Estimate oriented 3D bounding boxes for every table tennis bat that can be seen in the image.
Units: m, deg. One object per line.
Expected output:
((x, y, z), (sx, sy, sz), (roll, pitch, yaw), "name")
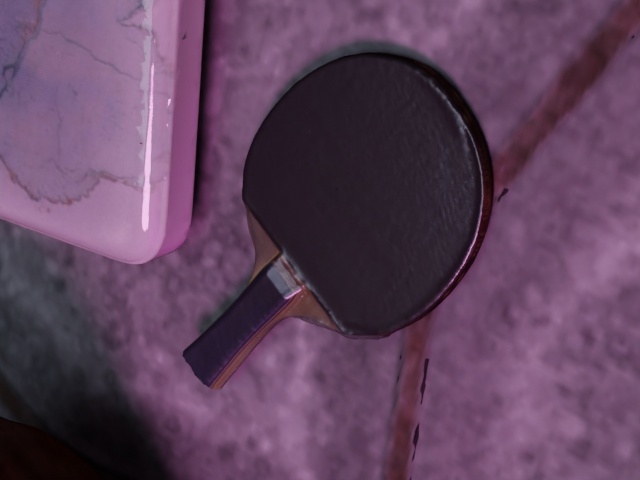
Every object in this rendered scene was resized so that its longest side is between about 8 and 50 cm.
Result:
((0.000, 0.000, 0.640), (0.095, 0.014, 0.158), (52, 123, 14), "table tennis bat")

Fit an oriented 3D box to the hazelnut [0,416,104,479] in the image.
((-0.145, 0.159, 0.677), (0.208, 0.208, 0.208), (9, 105, 34), "hazelnut")

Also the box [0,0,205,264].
((-0.162, -0.091, 0.722), (0.285, 0.044, 0.142), (18, 114, 33), "box")
